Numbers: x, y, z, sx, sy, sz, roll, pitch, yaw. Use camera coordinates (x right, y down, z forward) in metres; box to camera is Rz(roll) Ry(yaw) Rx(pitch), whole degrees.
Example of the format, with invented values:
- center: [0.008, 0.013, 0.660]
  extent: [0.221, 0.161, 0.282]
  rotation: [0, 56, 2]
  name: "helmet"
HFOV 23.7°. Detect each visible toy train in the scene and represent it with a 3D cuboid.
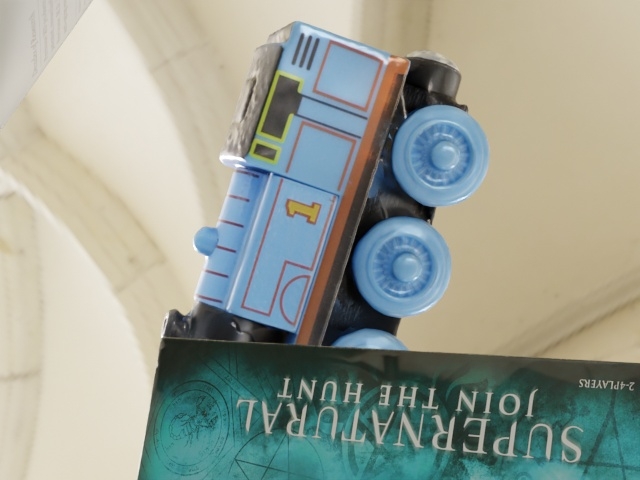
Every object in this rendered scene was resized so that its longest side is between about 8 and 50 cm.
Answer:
- center: [0.000, 0.000, 0.646]
  extent: [0.105, 0.184, 0.080]
  rotation: [18, -1, -10]
  name: "toy train"

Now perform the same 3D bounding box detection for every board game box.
- center: [0.022, 0.094, 0.435]
  extent: [0.186, 0.126, 0.026]
  rotation: [0, -16, 34]
  name: "board game box"

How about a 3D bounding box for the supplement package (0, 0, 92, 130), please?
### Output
- center: [-0.156, -0.068, 0.476]
  extent: [0.105, 0.179, 0.105]
  rotation: [27, -26, 5]
  name: "supplement package"
